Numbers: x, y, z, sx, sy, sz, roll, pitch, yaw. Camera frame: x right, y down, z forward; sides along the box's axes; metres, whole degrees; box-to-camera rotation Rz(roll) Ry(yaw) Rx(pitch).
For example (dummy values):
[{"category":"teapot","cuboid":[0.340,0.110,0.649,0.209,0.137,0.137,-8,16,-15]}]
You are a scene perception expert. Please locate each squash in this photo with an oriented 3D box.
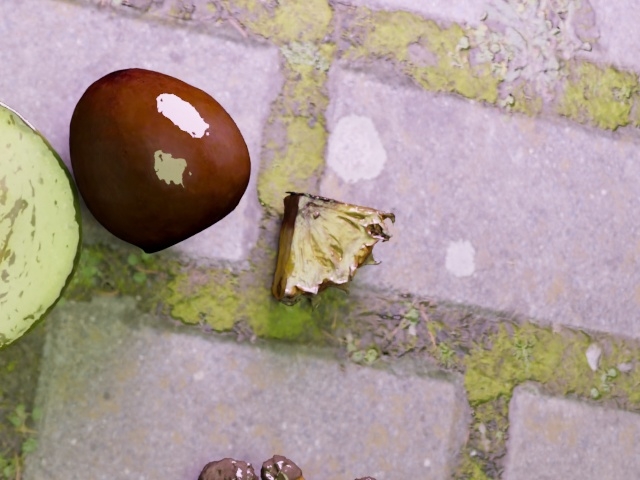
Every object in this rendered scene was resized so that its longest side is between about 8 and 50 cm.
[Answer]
[{"category":"squash","cuboid":[-0.340,-0.014,1.735,0.252,0.049,0.252,1,87,-25]}]

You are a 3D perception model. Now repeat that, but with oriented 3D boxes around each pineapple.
[{"category":"pineapple","cuboid":[0.000,0.000,1.886,0.137,0.069,0.116,-41,105,-20]}]

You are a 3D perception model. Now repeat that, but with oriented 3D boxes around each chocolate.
[{"category":"chocolate","cuboid":[-0.147,-0.081,1.771,0.177,0.177,0.177,2,86,-25]}]

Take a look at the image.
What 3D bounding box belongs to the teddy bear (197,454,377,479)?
[{"category":"teddy bear","cuboid":[-0.020,0.286,1.800,0.140,0.190,0.177,38,49,-49]}]
